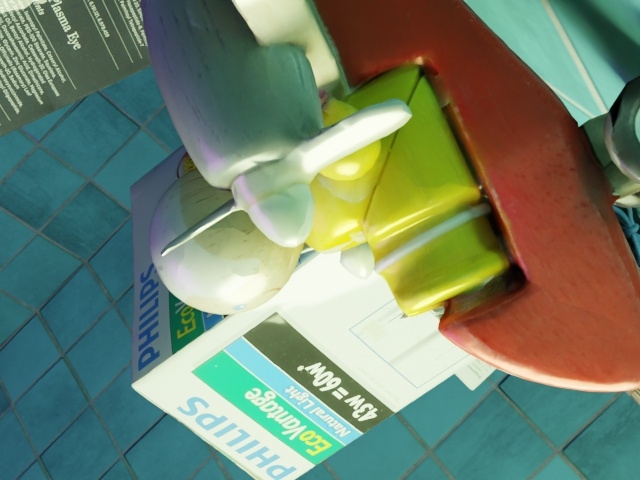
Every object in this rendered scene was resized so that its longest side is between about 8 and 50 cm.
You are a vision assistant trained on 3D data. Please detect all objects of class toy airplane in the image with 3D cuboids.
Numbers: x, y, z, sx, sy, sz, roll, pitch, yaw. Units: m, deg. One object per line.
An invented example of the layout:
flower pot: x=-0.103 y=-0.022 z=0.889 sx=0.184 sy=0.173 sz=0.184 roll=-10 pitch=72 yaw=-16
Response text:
toy airplane: x=-0.006 y=-0.085 z=0.619 sx=0.386 sy=0.272 sz=0.384 roll=42 pitch=-176 yaw=-39

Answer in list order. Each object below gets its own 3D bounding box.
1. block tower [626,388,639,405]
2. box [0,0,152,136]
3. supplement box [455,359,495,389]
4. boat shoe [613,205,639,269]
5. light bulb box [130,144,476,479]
block tower: x=0.416 y=0.159 z=1.326 sx=0.091 sy=0.097 sz=0.335 roll=46 pitch=-175 yaw=18
box: x=-0.287 y=-0.318 z=1.156 sx=0.343 sy=0.313 sz=0.179 roll=60 pitch=174 yaw=40
supplement box: x=0.194 y=0.038 z=1.225 sx=0.114 sy=0.220 sz=0.111 roll=43 pitch=-177 yaw=-30
boat shoe: x=0.227 y=-0.009 z=0.937 sx=0.109 sy=0.089 sz=0.258 roll=54 pitch=-177 yaw=-24
light bulb box: x=0.000 y=0.000 z=1.173 sx=0.225 sy=0.361 sz=0.358 roll=44 pitch=-162 yaw=-32
